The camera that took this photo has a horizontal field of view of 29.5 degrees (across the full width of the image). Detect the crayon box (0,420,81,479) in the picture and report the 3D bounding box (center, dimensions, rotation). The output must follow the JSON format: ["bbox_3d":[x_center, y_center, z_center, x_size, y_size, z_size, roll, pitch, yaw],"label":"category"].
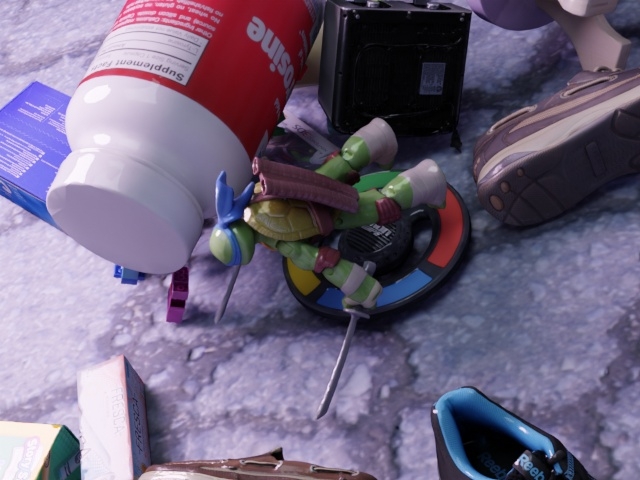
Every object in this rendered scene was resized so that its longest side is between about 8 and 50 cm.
[{"bbox_3d":[-0.376,0.326,1.296,0.165,0.081,0.278,0,49,24],"label":"crayon box"}]

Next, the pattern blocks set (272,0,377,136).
[{"bbox_3d":[-0.034,-0.283,1.649,0.286,0.026,0.324,4,68,8],"label":"pattern blocks set"}]

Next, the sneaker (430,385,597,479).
[{"bbox_3d":[0.207,0.258,1.048,0.125,0.139,0.341,-39,46,-16],"label":"sneaker"}]

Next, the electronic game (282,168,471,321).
[{"bbox_3d":[0.064,0.002,1.426,0.229,0.048,0.229,-13,44,13],"label":"electronic game"}]

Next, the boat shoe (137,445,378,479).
[{"bbox_3d":[-0.059,0.256,1.222,0.258,0.095,0.095,7,38,22],"label":"boat shoe"}]

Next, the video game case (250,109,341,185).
[{"bbox_3d":[-0.078,-0.098,1.569,0.190,0.022,0.173,-25,40,-23],"label":"video game case"}]

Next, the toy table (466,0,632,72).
[{"bbox_3d":[0.318,-0.318,1.469,0.161,0.252,0.274,31,45,34],"label":"toy table"}]

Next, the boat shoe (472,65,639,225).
[{"bbox_3d":[0.332,-0.147,1.384,0.356,0.132,0.130,-22,44,3],"label":"boat shoe"}]

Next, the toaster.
[{"bbox_3d":[0.090,-0.211,1.502,0.168,0.185,0.110,-1,23,-12],"label":"toaster"}]

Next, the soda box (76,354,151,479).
[{"bbox_3d":[-0.229,0.217,1.349,0.063,0.058,0.183,-21,43,5],"label":"soda box"}]

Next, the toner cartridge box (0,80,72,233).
[{"bbox_3d":[-0.351,-0.106,1.703,0.348,0.075,0.165,26,65,41],"label":"toner cartridge box"}]

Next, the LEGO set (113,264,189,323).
[{"bbox_3d":[-0.214,0.020,1.523,0.087,0.093,0.227,6,39,-11],"label":"LEGO set"}]

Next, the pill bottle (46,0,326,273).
[{"bbox_3d":[-0.160,-0.175,1.449,0.229,0.229,0.407,5,57,29],"label":"pill bottle"}]

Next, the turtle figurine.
[{"bbox_3d":[0.000,0.000,1.361,0.266,0.274,0.198,-31,21,-23],"label":"turtle figurine"}]
